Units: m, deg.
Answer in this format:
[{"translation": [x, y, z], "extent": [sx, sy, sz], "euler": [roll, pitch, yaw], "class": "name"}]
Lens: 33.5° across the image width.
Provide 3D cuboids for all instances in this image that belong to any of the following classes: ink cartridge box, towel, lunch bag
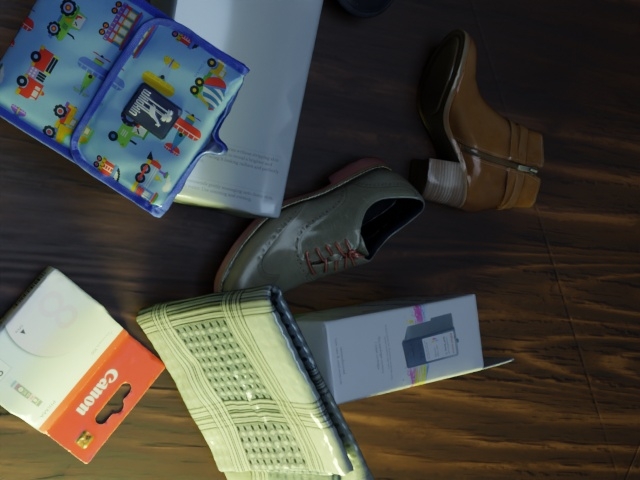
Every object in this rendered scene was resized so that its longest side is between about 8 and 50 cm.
[{"translation": [0.095, 0.150, 1.578], "extent": [0.353, 0.207, 0.119], "euler": [-7, 90, -37], "class": "ink cartridge box"}, {"translation": [-0.351, 0.178, 1.485], "extent": [0.232, 0.066, 0.189], "euler": [42, 77, -17], "class": "ink cartridge box"}, {"translation": [-0.100, 0.219, 1.465], "extent": [0.056, 0.312, 0.324], "euler": [-39, 109, -41], "class": "towel"}, {"translation": [-0.240, -0.185, 1.348], "extent": [0.293, 0.138, 0.221], "euler": [34, 96, 8], "class": "lunch bag"}]

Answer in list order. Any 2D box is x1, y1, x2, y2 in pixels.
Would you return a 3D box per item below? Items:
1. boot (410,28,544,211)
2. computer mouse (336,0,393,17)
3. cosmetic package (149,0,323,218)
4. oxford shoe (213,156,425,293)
[{"translation": [0.271, -0.184, 1.706], "extent": [0.220, 0.109, 0.283], "euler": [5, 94, -23], "class": "boot"}, {"translation": [0.062, -0.475, 1.603], "extent": [0.188, 0.072, 0.272], "euler": [-6, 106, -23], "class": "computer mouse"}, {"translation": [-0.140, -0.238, 1.497], "extent": [0.217, 0.156, 0.385], "euler": [14, 87, -24], "class": "cosmetic package"}, {"translation": [0.000, 0.000, 1.572], "extent": [0.348, 0.130, 0.123], "euler": [-38, 133, -16], "class": "oxford shoe"}]
